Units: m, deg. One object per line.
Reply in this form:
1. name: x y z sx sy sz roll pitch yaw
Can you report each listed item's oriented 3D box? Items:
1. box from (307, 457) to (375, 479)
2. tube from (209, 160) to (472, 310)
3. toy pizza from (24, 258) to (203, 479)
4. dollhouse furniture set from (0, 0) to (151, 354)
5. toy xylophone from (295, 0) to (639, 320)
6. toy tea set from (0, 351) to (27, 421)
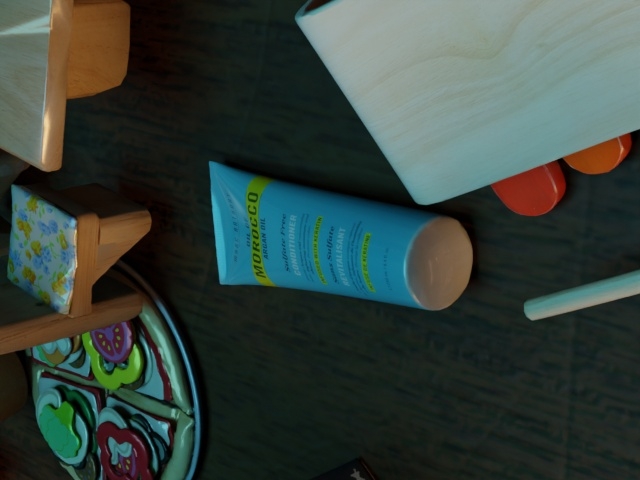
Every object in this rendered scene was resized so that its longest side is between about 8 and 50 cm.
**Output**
1. box: -0.076 0.255 0.962 0.103 0.261 0.184 50 133 22
2. tube: 0.000 0.000 0.961 0.207 0.052 0.080 10 104 50
3. toy pizza: -0.159 0.104 1.165 0.201 0.032 0.201 18 116 41
4. dollhouse furniture set: -0.315 -0.155 1.061 0.394 0.256 0.362 26 118 40
5. toy xylophone: 0.128 -0.086 0.756 0.322 0.081 0.236 -10 116 43
6. toy tea set: -0.354 0.163 1.305 0.200 0.124 0.336 51 137 22
